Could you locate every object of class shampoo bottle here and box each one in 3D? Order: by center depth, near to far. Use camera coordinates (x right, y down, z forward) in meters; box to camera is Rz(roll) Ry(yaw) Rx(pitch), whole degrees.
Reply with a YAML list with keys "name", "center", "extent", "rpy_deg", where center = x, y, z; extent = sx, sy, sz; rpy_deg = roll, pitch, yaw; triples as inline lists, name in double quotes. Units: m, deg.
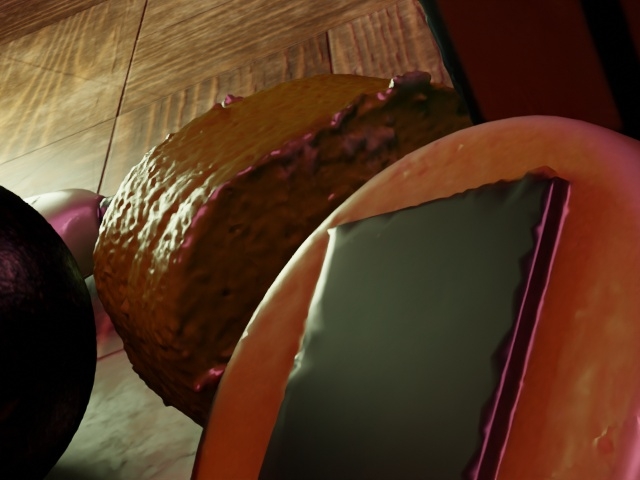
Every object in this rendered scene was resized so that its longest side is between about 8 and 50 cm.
- name: "shampoo bottle"
  center: [-0.266, 0.013, 1.082]
  extent: [0.257, 0.078, 0.127]
  rpy_deg: [-15, 28, 17]

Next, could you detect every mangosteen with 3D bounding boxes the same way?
- name: "mangosteen"
  center: [-0.281, 0.062, 0.789]
  extent: [0.288, 0.288, 0.288]
  rpy_deg: [-20, 28, 11]

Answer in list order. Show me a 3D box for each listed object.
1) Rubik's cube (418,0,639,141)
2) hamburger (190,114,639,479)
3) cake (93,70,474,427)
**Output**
- name: "Rubik's cube"
  center: [0.261, -0.084, 0.590]
  extent: [0.288, 0.283, 0.293]
  rpy_deg: [-39, 34, -27]
- name: "hamburger"
  center: [0.080, 0.098, 0.480]
  extent: [0.302, 0.170, 0.302]
  rpy_deg: [-37, 37, 35]
- name: "cake"
  center: [0.000, 0.000, 0.772]
  extent: [0.260, 0.179, 0.156]
  rpy_deg: [-37, 30, -20]
